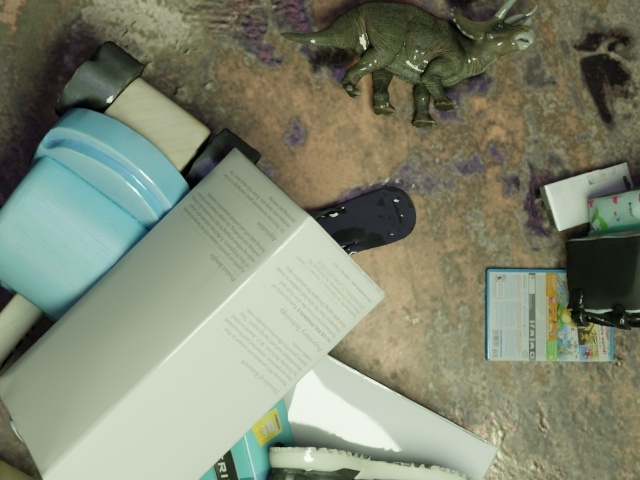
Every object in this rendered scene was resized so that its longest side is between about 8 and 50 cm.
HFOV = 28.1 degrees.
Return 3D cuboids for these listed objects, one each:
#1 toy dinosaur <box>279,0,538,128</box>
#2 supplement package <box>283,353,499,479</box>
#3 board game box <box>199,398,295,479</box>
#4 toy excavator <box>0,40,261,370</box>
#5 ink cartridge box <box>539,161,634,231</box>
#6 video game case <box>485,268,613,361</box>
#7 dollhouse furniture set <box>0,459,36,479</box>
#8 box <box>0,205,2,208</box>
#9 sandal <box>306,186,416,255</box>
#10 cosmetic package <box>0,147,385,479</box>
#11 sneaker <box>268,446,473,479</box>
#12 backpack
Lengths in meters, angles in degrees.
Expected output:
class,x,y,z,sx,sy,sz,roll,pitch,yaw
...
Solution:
class,x,y,z,sx,sy,sz,roll,pitch,yaw
toy dinosaur,0.107,-0.241,1.622,0.314,0.121,0.160,9,74,0
supplement package,0.045,0.273,1.558,0.262,0.145,0.204,29,85,-3
board game box,-0.157,0.328,1.467,0.336,0.079,0.253,-15,89,38
toy excavator,-0.323,0.051,1.480,0.222,0.433,0.445,38,56,-2
ink cartridge box,0.349,-0.057,1.661,0.115,0.029,0.062,-17,88,-7
video game case,0.296,0.097,1.655,0.166,0.015,0.119,1,86,-5
dollhouse furniture set,-0.404,0.392,1.434,0.212,0.161,0.242,22,42,29
box,-0.451,-0.051,1.555,0.137,0.094,0.027,20,85,-4
sandal,0.000,-0.001,1.613,0.255,0.054,0.097,-28,90,-6
cosmetic package,-0.142,0.103,1.329,0.365,0.197,0.155,-45,129,0
sneaker,0.057,0.311,1.381,0.293,0.102,0.146,17,70,-34
backpack,0.450,0.025,1.568,0.254,0.225,0.191,7,84,-19
